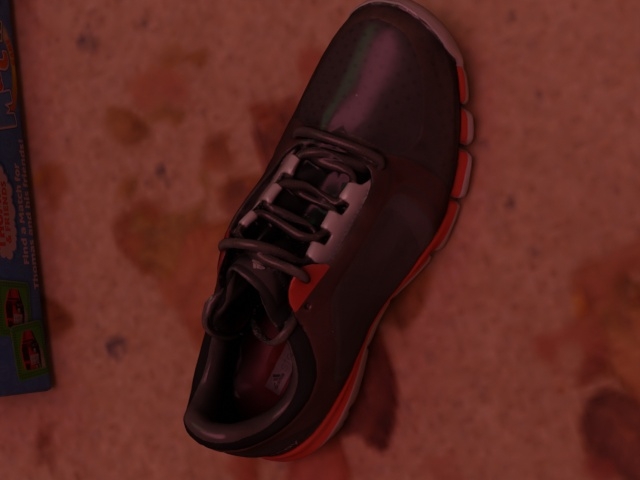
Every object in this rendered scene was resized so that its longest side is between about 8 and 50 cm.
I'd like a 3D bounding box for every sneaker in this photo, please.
[{"bbox_3d":[0.000,0.000,0.536,0.061,0.065,0.158,21,99,23],"label":"sneaker"}]

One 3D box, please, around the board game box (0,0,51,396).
[{"bbox_3d":[-0.184,-0.042,0.635,0.160,0.039,0.211,-8,86,25],"label":"board game box"}]
